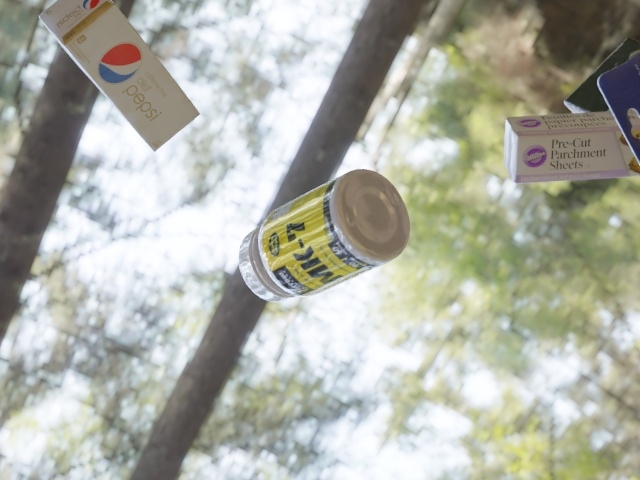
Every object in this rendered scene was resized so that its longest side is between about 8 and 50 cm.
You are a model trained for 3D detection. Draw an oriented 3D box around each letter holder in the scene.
[{"bbox_3d":[0.545,-0.169,2.584,0.214,0.152,0.302,45,-179,-19],"label":"letter holder"}]

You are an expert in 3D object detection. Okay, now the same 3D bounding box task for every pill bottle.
[{"bbox_3d":[0.000,0.000,2.043,0.119,0.208,0.119,18,-119,-35],"label":"pill bottle"}]

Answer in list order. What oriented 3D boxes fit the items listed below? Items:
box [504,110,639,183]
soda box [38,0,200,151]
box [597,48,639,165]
[{"bbox_3d":[0.379,-0.114,1.963,0.324,0.067,0.063,-3,-154,-7],"label":"box"},{"bbox_3d":[-0.222,-0.195,1.878,0.069,0.074,0.216,48,177,39],"label":"soda box"},{"bbox_3d":[0.390,-0.150,1.583,0.136,0.225,0.036,61,-162,-8],"label":"box"}]
